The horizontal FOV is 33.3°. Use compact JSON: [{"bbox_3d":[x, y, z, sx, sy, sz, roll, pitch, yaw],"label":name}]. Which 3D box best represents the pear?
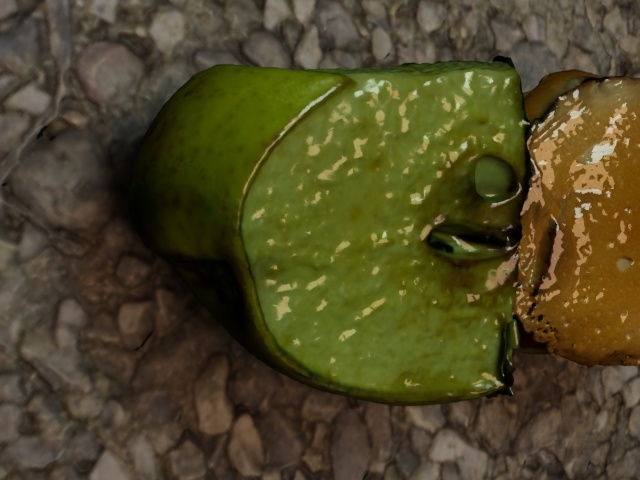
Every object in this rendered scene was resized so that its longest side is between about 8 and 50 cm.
[{"bbox_3d":[0.000,0.000,0.711,0.255,0.164,0.238,-8,105,-30],"label":"pear"}]

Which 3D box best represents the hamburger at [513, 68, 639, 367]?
[{"bbox_3d":[0.200,-0.014,0.848,0.244,0.163,0.244,-3,96,-29],"label":"hamburger"}]
